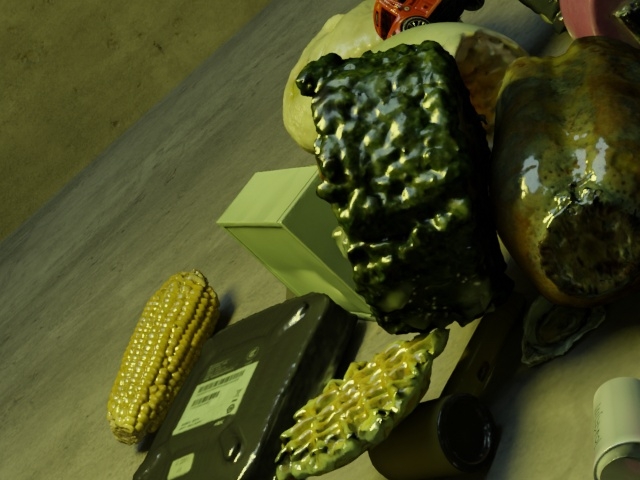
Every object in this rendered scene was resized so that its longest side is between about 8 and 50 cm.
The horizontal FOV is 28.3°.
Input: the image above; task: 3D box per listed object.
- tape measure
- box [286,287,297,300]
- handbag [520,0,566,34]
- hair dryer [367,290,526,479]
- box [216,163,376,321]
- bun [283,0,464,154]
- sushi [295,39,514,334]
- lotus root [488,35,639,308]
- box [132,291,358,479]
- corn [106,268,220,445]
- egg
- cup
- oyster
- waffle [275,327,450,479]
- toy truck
[{"bbox_3d":[0.438,-0.323,1.633,0.245,0.231,0.149,-49,21,6],"label":"tape measure"},{"bbox_3d":[-0.014,0.053,2.076,0.091,0.031,0.126,-39,23,19],"label":"box"},{"bbox_3d":[0.407,-0.457,1.977,0.254,0.181,0.181,-45,3,25],"label":"handbag"},{"bbox_3d":[0.167,0.165,1.498,0.135,0.090,0.278,-24,25,49],"label":"hair dryer"},{"bbox_3d":[0.000,0.000,1.877,0.117,0.225,0.225,-53,23,-17],"label":"box"},{"bbox_3d":[0.091,-0.291,2.148,0.365,0.219,0.365,-28,11,6],"label":"bun"},{"bbox_3d":[0.112,-0.047,1.471,0.178,0.352,0.294,-13,65,13],"label":"sushi"},{"bbox_3d":[0.302,-0.070,1.424,0.250,0.250,0.346,-36,20,25],"label":"lotus root"},{"bbox_3d":[-0.122,0.248,1.857,0.359,0.091,0.350,-25,30,47],"label":"box"},{"bbox_3d":[-0.268,0.193,2.176,0.130,0.130,0.347,-22,36,47],"label":"corn"},{"bbox_3d":[0.155,-0.161,1.804,0.336,0.278,0.278,-22,32,54],"label":"egg"},{"bbox_3d":[0.290,0.201,1.222,0.116,0.074,0.104,-78,9,-59],"label":"cup"},{"bbox_3d":[0.283,0.097,1.463,0.100,0.037,0.098,-8,59,29],"label":"oyster"},{"bbox_3d":[0.045,0.193,1.444,0.204,0.054,0.223,-26,16,43],"label":"waffle"},{"bbox_3d":[0.165,-0.367,1.973,0.252,0.114,0.107,-51,-19,-23],"label":"toy truck"}]
